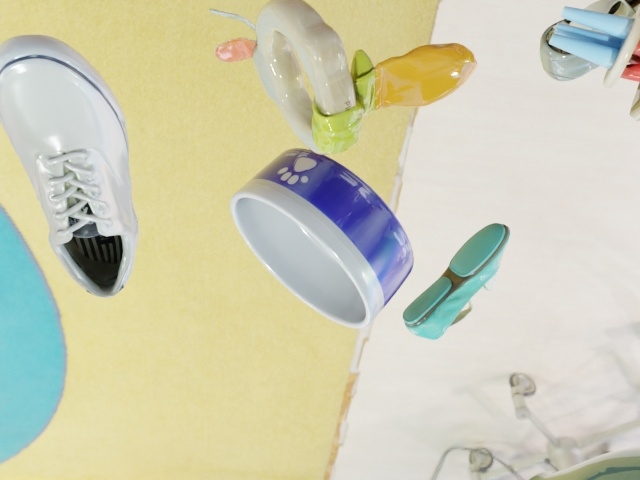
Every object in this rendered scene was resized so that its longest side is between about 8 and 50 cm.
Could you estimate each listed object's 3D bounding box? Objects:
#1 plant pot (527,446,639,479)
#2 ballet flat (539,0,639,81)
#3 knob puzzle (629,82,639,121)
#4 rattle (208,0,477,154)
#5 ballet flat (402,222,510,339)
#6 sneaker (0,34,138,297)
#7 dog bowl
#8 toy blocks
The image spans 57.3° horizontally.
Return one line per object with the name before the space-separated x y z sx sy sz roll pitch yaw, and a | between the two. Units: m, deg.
plant pot | 0.374 0.369 0.674 0.272 0.271 0.255 31 149 -22
ballet flat | 0.334 -0.240 0.609 0.213 0.072 0.068 -27 145 21
knob puzzle | 0.334 -0.187 0.451 0.030 0.213 0.213 39 121 -2
rattle | 0.004 -0.165 0.495 0.143 0.199 0.130 -40 127 -3
ballet flat | 0.251 0.078 1.029 0.247 0.083 0.087 -47 118 4
sneaker | -0.203 -0.047 0.507 0.094 0.091 0.258 -14 142 -10
dog bowl | 0.000 0.000 0.845 0.265 0.104 0.265 37 158 18
toy blocks | 0.213 -0.116 0.336 0.148 0.123 0.054 23 91 14
